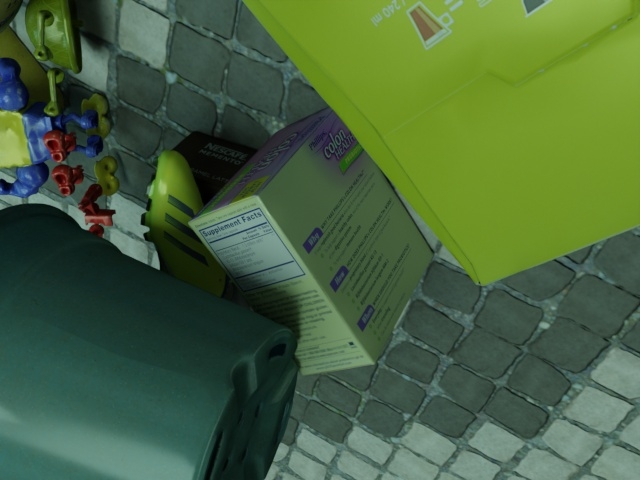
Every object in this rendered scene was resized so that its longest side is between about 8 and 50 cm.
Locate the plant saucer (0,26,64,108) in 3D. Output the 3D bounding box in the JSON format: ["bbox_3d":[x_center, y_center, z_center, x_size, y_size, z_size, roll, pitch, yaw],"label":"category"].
[{"bbox_3d":[-0.594,-0.262,1.156,0.333,0.081,0.332,-20,113,40],"label":"plant saucer"}]

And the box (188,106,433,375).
[{"bbox_3d":[0.000,0.000,0.927,0.117,0.213,0.243,-17,116,39],"label":"box"}]

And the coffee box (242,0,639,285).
[{"bbox_3d":[0.186,-0.232,0.544,0.338,0.334,0.338,-29,108,42],"label":"coffee box"}]

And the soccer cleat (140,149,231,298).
[{"bbox_3d":[-0.162,0.008,0.992,0.121,0.093,0.289,3,127,1],"label":"soccer cleat"}]

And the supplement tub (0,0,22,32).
[{"bbox_3d":[-0.435,-0.354,0.851,0.241,0.241,0.331,49,147,-13],"label":"supplement tub"}]

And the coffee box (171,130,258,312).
[{"bbox_3d":[-0.137,-0.011,1.079,0.141,0.098,0.246,19,133,17],"label":"coffee box"}]

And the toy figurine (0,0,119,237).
[{"bbox_3d":[-0.414,-0.157,1.012,0.218,0.191,0.362,1,124,2],"label":"toy figurine"}]

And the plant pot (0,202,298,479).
[{"bbox_3d":[-0.224,0.166,0.854,0.334,0.341,0.341,17,132,17],"label":"plant pot"}]
